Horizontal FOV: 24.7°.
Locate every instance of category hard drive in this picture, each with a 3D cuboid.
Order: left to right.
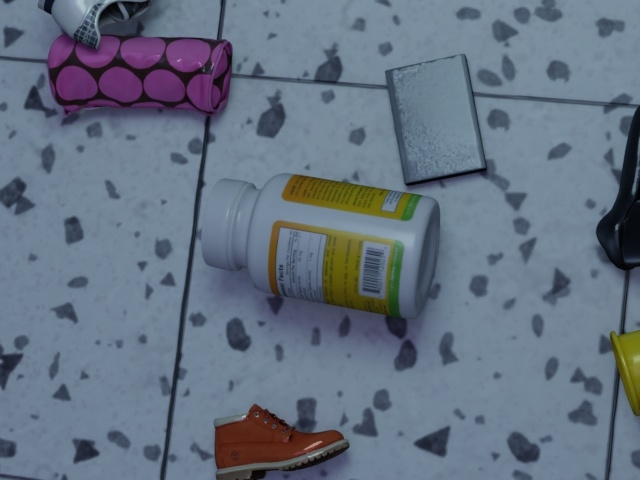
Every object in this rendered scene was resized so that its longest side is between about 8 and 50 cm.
[{"bbox_3d":[0.131,-0.137,1.657,0.094,0.022,0.135,-11,81,10],"label":"hard drive"}]

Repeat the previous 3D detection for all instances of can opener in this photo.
[{"bbox_3d":[0.348,-0.056,1.589,0.073,0.059,0.186,2,73,38],"label":"can opener"}]

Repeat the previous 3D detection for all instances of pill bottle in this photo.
[{"bbox_3d":[0.000,0.000,1.609,0.245,0.136,0.136,10,86,13],"label":"pill bottle"}]

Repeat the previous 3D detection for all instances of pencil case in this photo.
[{"bbox_3d":[-0.207,-0.190,1.698,0.209,0.095,0.098,3,103,10],"label":"pencil case"}]

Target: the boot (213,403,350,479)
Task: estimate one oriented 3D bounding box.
[{"bbox_3d":[-0.047,0.220,1.636,0.158,0.059,0.085,-12,76,11],"label":"boot"}]

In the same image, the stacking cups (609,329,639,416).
[{"bbox_3d":[0.470,0.101,1.533,0.316,0.096,0.096,-15,81,5],"label":"stacking cups"}]

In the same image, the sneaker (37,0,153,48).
[{"bbox_3d":[-0.216,-0.313,1.695,0.095,0.090,0.235,41,67,11],"label":"sneaker"}]
